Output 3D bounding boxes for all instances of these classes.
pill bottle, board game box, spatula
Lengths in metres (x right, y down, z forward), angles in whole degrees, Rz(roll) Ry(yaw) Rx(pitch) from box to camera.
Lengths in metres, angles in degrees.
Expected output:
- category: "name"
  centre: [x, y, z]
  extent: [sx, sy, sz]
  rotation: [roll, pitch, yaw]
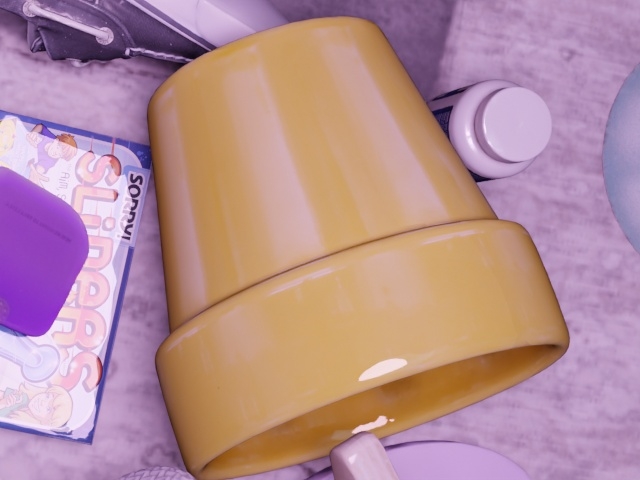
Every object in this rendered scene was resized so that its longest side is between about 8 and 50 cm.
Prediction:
- category: "pill bottle"
  centre: [0.111, -0.074, 1.320]
  extent: [0.067, 0.120, 0.067]
  rotation: [1, 88, -16]
- category: "board game box"
  centre: [-0.195, 0.022, 1.268]
  extent: [0.136, 0.035, 0.201]
  rotation: [12, 85, -16]
- category: "spatula"
  centre: [-0.238, 0.097, 1.218]
  extent: [0.084, 0.030, 0.296]
  rotation: [30, 80, -16]

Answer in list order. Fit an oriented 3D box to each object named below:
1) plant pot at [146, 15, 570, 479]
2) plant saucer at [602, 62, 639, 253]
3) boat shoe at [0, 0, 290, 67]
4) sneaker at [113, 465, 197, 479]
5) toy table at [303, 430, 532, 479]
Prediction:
- category: "plant pot"
  centre: [0.000, 0.000, 1.232]
  extent: [0.254, 0.254, 0.239]
  rotation: [-16, 77, -17]
- category: "plant saucer"
  centre: [0.301, -0.059, 1.421]
  extent: [0.195, 0.037, 0.195]
  rotation: [1, 88, -16]
- category: "boat shoe"
  centre: [-0.153, -0.163, 1.260]
  extent: [0.301, 0.108, 0.102]
  rotation: [24, 114, -27]
- category: "sneaker"
  centre: [-0.134, 0.327, 1.183]
  extent: [0.210, 0.137, 0.366]
  rotation: [37, 80, -27]
- category: "toy table"
  centre: [0.054, 0.239, 1.272]
  extent: [0.274, 0.161, 0.252]
  rotation: [-41, 100, -15]
